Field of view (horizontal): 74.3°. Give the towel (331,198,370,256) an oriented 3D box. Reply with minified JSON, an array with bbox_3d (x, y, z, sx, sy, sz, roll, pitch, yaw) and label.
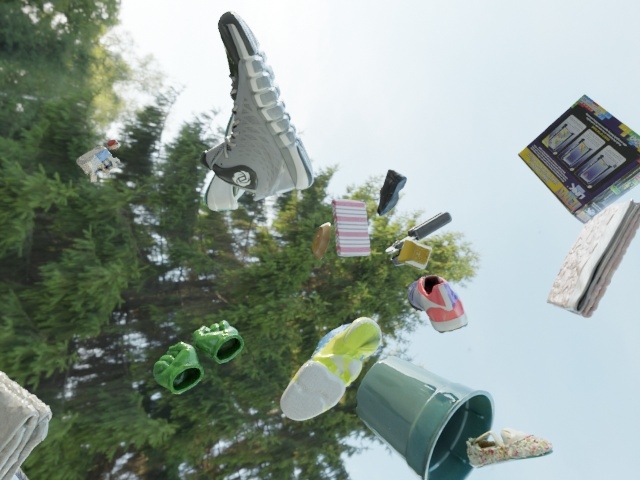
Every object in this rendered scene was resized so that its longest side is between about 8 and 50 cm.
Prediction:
[{"bbox_3d":[0.105,-0.043,1.446,0.029,0.144,0.197,-16,-104,52],"label":"towel"}]

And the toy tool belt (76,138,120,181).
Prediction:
[{"bbox_3d":[-0.416,-0.152,0.811,0.052,0.083,0.051,27,-32,34],"label":"toy tool belt"}]

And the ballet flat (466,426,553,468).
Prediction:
[{"bbox_3d":[0.454,0.512,1.053,0.241,0.091,0.077,-45,-123,43],"label":"ballet flat"}]

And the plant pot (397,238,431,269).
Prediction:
[{"bbox_3d":[0.302,0.043,1.323,0.083,0.081,0.081,172,-62,-84],"label":"plant pot"}]

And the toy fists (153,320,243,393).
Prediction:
[{"bbox_3d":[-0.383,0.349,1.313,0.142,0.279,0.096,11,-54,49],"label":"toy fists"}]

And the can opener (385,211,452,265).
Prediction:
[{"bbox_3d":[0.370,-0.005,1.566,0.095,0.283,0.076,62,-12,-7],"label":"can opener"}]

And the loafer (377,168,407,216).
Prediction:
[{"bbox_3d":[0.213,-0.149,1.327,0.061,0.062,0.170,47,-44,25],"label":"loafer"}]

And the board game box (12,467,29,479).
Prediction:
[{"bbox_3d":[-0.684,0.436,0.709,0.232,0.141,0.291,-91,168,-66],"label":"board game box"}]

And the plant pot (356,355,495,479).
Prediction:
[{"bbox_3d":[0.312,0.558,1.355,0.334,0.341,0.342,20,-73,48],"label":"plant pot"}]

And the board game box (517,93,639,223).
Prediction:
[{"bbox_3d":[0.434,-0.135,0.694,0.141,0.048,0.170,-48,-141,30],"label":"board game box"}]

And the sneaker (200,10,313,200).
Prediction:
[{"bbox_3d":[-0.107,-0.149,0.532,0.132,0.086,0.229,-20,-69,10],"label":"sneaker"}]

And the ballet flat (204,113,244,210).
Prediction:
[{"bbox_3d":[-0.287,-0.281,1.486,0.139,0.139,0.401,-7,-117,50],"label":"ballet flat"}]

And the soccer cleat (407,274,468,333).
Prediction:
[{"bbox_3d":[0.288,0.133,1.092,0.318,0.108,0.117,-92,164,-82],"label":"soccer cleat"}]

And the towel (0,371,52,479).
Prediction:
[{"bbox_3d":[-0.470,0.231,0.513,0.282,0.049,0.187,22,-111,23],"label":"towel"}]

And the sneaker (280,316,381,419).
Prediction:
[{"bbox_3d":[0.016,0.247,0.826,0.091,0.240,0.126,53,-19,-1],"label":"sneaker"}]

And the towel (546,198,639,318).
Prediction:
[{"bbox_3d":[0.758,0.049,1.188,0.053,0.317,0.332,26,-85,15],"label":"towel"}]

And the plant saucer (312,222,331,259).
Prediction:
[{"bbox_3d":[0.000,0.000,0.898,0.083,0.015,0.084,-164,-90,-75],"label":"plant saucer"}]
